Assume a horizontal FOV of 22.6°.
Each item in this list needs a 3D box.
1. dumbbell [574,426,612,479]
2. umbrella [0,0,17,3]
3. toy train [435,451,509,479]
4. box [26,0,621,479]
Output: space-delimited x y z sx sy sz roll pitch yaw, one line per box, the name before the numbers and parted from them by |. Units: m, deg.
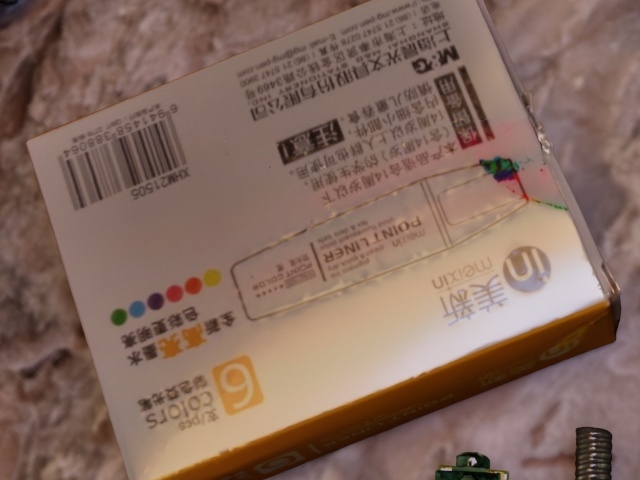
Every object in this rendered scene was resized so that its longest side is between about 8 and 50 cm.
dumbbell | 0.128 0.216 0.774 0.082 0.081 0.253 1 71 13
umbrella | -0.203 -0.319 1.010 0.113 0.106 0.357 8 74 18
toy train | 0.070 0.165 0.805 0.050 0.081 0.122 2 75 10
box | 0.000 0.000 0.867 0.274 0.091 0.220 -20 70 5
